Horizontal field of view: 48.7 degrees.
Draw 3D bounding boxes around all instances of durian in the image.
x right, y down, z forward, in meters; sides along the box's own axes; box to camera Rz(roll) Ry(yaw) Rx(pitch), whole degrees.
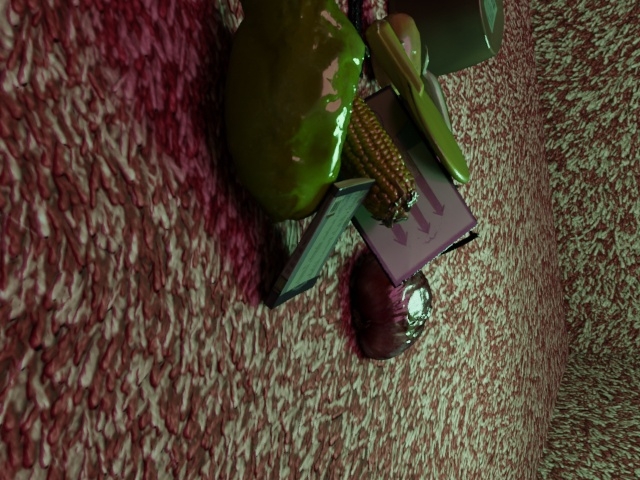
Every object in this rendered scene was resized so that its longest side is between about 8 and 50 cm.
[{"bbox_3d":[-0.036,-0.197,1.054,0.256,0.205,0.339,47,48,-66],"label":"durian"}]

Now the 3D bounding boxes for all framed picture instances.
[{"bbox_3d":[0.133,-0.108,1.316,0.244,0.013,0.323,-34,92,-29],"label":"framed picture"}]

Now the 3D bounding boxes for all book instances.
[{"bbox_3d":[-0.001,0.000,1.143,0.231,0.026,0.157,-60,163,21],"label":"book"}]

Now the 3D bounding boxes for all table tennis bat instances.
[{"bbox_3d":[0.196,-0.271,1.405,0.368,0.054,0.224,58,21,-6],"label":"table tennis bat"}]

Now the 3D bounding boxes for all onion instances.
[{"bbox_3d":[0.173,0.118,1.500,0.283,0.120,0.227,-42,128,-56],"label":"onion"}]

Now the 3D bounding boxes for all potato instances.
[{"bbox_3d":[0.164,-0.405,1.538,0.118,0.109,0.178,-10,97,-76],"label":"potato"}]

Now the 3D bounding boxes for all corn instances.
[{"bbox_3d":[0.065,-0.168,1.226,0.317,0.115,0.115,57,32,0],"label":"corn"}]

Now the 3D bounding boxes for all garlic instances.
[{"bbox_3d":[0.245,-0.337,1.652,0.128,0.148,0.266,-46,124,-29],"label":"garlic"}]

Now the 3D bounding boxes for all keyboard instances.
[{"bbox_3d":[0.077,-0.440,1.476,0.060,0.018,0.195,10,79,-64],"label":"keyboard"}]

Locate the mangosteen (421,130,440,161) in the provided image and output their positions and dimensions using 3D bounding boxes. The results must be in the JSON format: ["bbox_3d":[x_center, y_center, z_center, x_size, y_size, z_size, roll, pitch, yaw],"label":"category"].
[{"bbox_3d":[0.219,-0.177,1.603,0.152,0.153,0.152,10,79,-61],"label":"mangosteen"}]

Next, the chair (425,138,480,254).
[{"bbox_3d":[0.199,-0.095,1.466,0.141,0.155,0.260,-3,70,-61],"label":"chair"}]

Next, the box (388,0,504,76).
[{"bbox_3d":[0.319,-0.558,1.735,0.301,0.216,0.300,16,72,-62],"label":"box"}]
